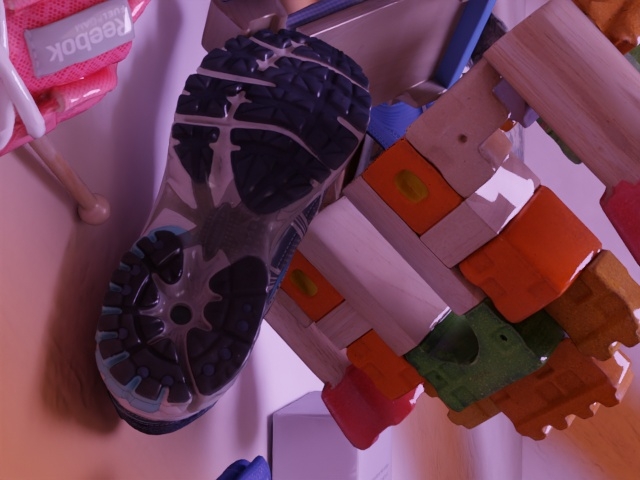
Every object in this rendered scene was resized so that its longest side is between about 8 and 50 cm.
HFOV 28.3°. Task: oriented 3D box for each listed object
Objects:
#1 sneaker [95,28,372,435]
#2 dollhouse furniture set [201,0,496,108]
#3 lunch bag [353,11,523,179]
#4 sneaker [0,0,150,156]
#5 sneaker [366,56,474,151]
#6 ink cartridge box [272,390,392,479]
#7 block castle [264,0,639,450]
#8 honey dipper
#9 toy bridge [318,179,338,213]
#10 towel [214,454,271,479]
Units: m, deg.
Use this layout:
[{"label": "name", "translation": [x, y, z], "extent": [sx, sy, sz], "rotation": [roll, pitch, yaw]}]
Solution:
[{"label": "sneaker", "translation": [-0.061, -0.009, 0.774], "extent": [0.283, 0.110, 0.122], "rotation": [-63, 179, -30]}, {"label": "dollhouse furniture set", "translation": [-0.027, -0.208, 0.939], "extent": [0.286, 0.198, 0.303], "rotation": [-27, 155, -30]}, {"label": "lunch bag", "translation": [0.143, -0.084, 1.392], "extent": [0.235, 0.169, 0.287], "rotation": [72, 27, -53]}, {"label": "sneaker", "translation": [-0.139, -0.068, 0.421], "extent": [0.314, 0.136, 0.115], "rotation": [-67, 153, -53]}, {"label": "sneaker", "translation": [0.062, -0.168, 1.186], "extent": [0.130, 0.147, 0.329], "rotation": [2, 70, -70]}, {"label": "ink cartridge box", "translation": [0.013, 0.233, 1.100], "extent": [0.140, 0.082, 0.190], "rotation": [-5, 95, -75]}, {"label": "block castle", "translation": [0.164, -0.028, 0.872], "extent": [0.303, 0.213, 0.453], "rotation": [-43, 180, -34]}, {"label": "honey dipper", "translation": [-0.139, -0.046, 0.634], "extent": [0.160, 0.031, 0.030], "rotation": [68, 27, -65]}, {"label": "toy bridge", "translation": [0.000, 0.000, 1.141], "extent": [0.063, 0.026, 0.188], "rotation": [3, 89, -76]}, {"label": "towel", "translation": [-0.065, 0.283, 0.686], "extent": [0.209, 0.034, 0.284], "rotation": [-37, 125, -67]}]
